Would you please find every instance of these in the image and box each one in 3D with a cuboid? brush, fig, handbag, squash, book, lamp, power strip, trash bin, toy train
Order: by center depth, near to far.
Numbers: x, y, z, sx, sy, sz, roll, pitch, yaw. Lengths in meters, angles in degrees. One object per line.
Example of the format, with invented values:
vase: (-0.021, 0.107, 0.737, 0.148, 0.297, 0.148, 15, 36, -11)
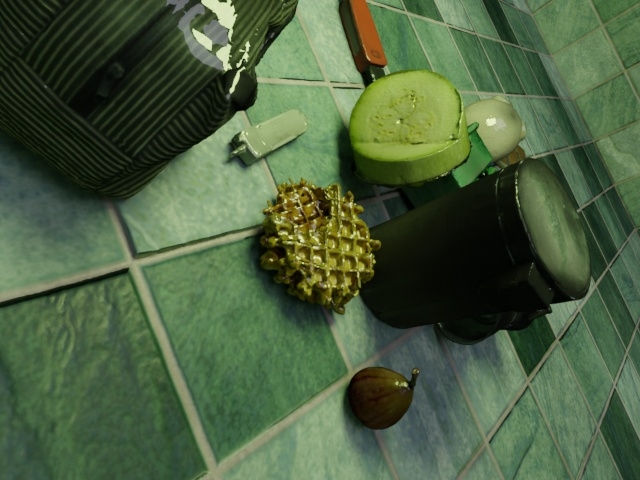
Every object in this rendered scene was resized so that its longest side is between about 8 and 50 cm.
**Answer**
handbag: (-0.181, -0.231, 0.489, 0.247, 0.240, 0.340, 42, 46, -27)
fig: (0.100, 0.213, 0.619, 0.089, 0.125, 0.088, 22, 52, -32)
trash bin: (0.220, 0.025, 0.699, 0.203, 0.302, 0.252, 46, 49, -19)
power strip: (-0.079, -0.165, 0.700, 0.047, 0.030, 0.191, 57, 43, -8)
squash: (0.152, -0.189, 0.784, 0.133, 0.220, 0.220, 72, 31, -43)
lamp: (0.348, 0.124, 0.868, 0.228, 0.172, 0.146, 9, 63, -39)
toy train: (0.296, -0.121, 0.955, 0.201, 0.145, 0.266, 56, 43, -3)
brush: (0.088, -0.476, 1.003, 0.070, 0.051, 0.322, -6, 78, -38)
book: (0.589, -0.275, 1.399, 0.242, 0.018, 0.170, 24, 55, -34)

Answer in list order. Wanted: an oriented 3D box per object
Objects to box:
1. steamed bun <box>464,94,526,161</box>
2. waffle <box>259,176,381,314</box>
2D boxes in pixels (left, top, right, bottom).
steamed bun: (0.473, -0.310, 1.216, 0.228, 0.131, 0.177, -24, 82, -42)
waffle: (0.000, 0.000, 0.658, 0.197, 0.070, 0.193, 38, 53, -20)
